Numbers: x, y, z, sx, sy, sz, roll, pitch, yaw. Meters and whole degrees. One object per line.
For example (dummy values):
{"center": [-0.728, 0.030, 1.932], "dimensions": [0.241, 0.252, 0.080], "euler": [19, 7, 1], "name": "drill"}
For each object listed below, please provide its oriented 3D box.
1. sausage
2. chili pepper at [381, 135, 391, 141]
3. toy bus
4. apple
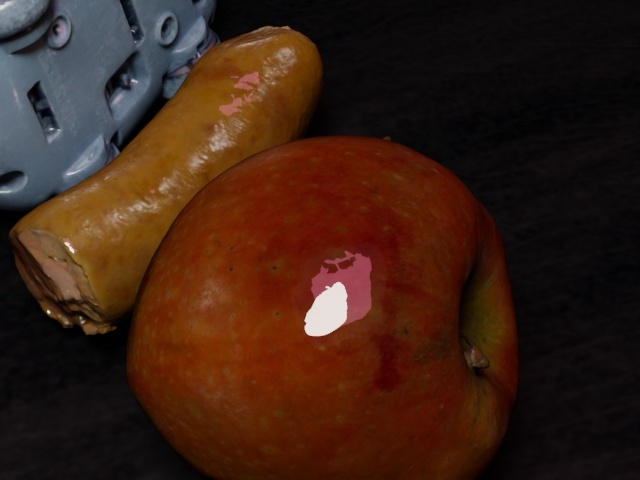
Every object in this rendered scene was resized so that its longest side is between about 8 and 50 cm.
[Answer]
{"center": [-0.090, -0.048, 0.950], "dimensions": [0.109, 0.109, 0.270], "euler": [27, 58, 21], "name": "sausage"}
{"center": [0.001, 0.001, 0.957], "dimensions": [0.049, 0.043, 0.208], "euler": [14, 44, 44], "name": "chili pepper"}
{"center": [-0.222, -0.168, 1.005], "dimensions": [0.231, 0.197, 0.294], "euler": [16, 55, 27], "name": "toy bus"}
{"center": [0.001, 0.052, 0.812], "dimensions": [0.229, 0.230, 0.230], "euler": [-1, 52, 1], "name": "apple"}
